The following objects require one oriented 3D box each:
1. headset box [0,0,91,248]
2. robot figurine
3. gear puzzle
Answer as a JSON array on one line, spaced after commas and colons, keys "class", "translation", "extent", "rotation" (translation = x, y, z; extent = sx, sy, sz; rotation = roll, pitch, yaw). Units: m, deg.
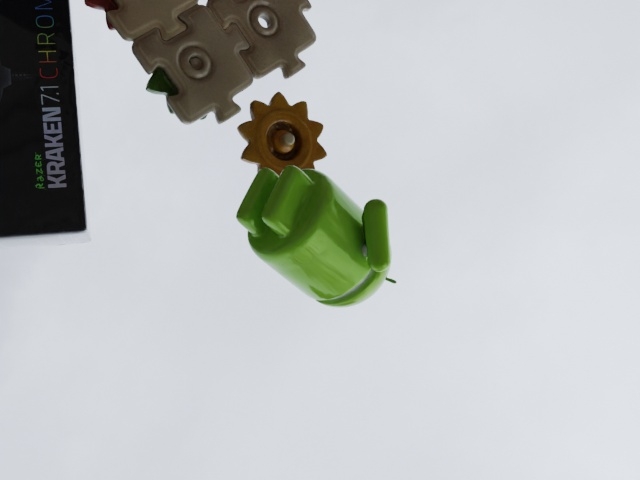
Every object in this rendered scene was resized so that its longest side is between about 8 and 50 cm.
[{"class": "headset box", "translation": [-0.344, -0.111, 0.597], "extent": [0.283, 0.131, 0.246], "rotation": [-4, -94, -16]}, {"class": "robot figurine", "translation": [0.000, 0.000, 0.468], "extent": [0.101, 0.115, 0.067], "rotation": [-1, -123, 46]}, {"class": "gear puzzle", "translation": [-0.099, -0.193, 0.628], "extent": [0.175, 0.339, 0.044], "rotation": [-40, -167, -27]}]
